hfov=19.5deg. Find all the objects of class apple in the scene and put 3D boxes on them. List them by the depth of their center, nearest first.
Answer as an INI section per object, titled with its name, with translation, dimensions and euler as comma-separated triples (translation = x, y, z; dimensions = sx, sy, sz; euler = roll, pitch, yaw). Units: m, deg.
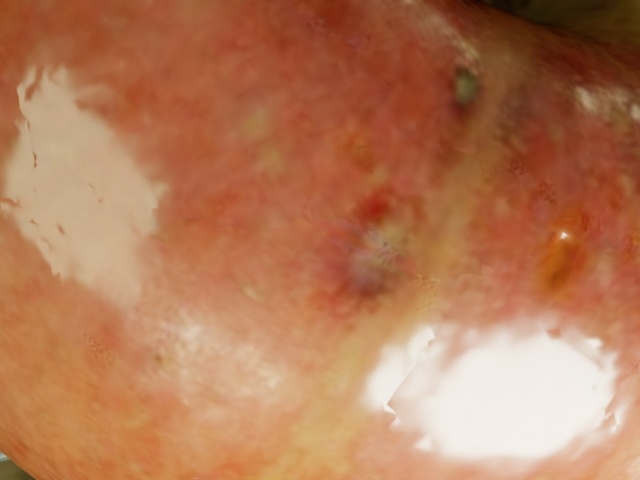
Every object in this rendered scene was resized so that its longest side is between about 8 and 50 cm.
[apple]
translation = 0.005, -0.046, 0.688
dimensions = 0.364, 0.364, 0.364
euler = 42, 146, 38

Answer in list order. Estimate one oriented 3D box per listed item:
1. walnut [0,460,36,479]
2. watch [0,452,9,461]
[walnut]
translation = -0.359, 0.072, 1.494
dimensions = 0.381, 0.381, 0.381
euler = 42, 146, 38
[watch]
translation = -0.234, -0.033, 1.238
dimensions = 0.314, 0.335, 0.327
euler = 12, 139, 58
